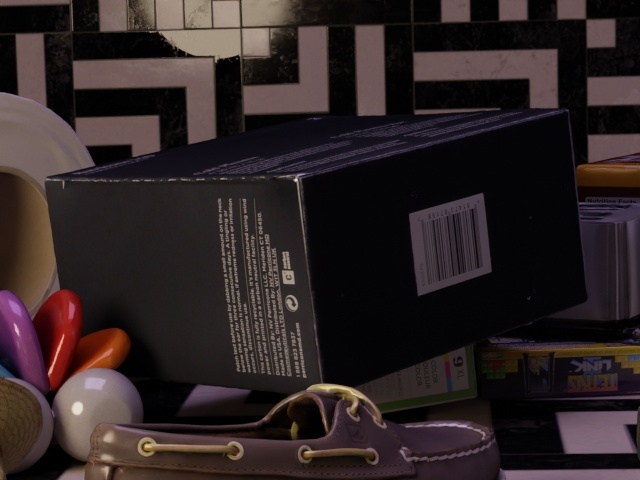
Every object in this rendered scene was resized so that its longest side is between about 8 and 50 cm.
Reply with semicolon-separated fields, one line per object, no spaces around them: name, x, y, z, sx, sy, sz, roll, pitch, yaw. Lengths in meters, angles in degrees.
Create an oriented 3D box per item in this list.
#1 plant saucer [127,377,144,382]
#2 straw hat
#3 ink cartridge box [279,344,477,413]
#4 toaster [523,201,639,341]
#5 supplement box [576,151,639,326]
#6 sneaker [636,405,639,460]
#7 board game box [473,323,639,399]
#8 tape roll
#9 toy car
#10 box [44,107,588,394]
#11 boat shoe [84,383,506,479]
plant saucer;-0.198;0.102;1.954;0.198;0.036;0.198;-7;17;2
straw hat;-0.256;0.163;1.396;0.144;0.144;0.061;-4;45;-25
ink cartridge box;0.073;0.107;1.753;0.209;0.062;0.109;-10;9;-13
toaster;0.239;0.026;1.891;0.186;0.110;0.168;2;9;24
supplement box;0.357;0.012;2.045;0.129;0.194;0.191;2;7;29
sneaker;0.275;0.148;1.472;0.061;0.053;0.152;1;6;-2
board game box;0.223;0.110;1.855;0.170;0.048;0.141;-2;8;-3
tape roll;-0.323;0.007;1.815;0.100;0.286;0.286;3;8;38
toy car;-0.233;0.106;1.590;0.182;0.136;0.159;-5;7;-28
box;0.000;0.000;1.711;0.312;0.179;0.343;3;13;45
boat shoe;-0.008;0.149;1.327;0.324;0.096;0.116;-6;7;-32
